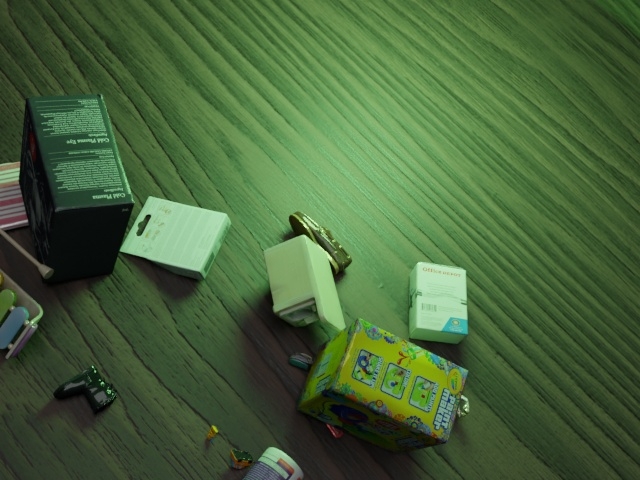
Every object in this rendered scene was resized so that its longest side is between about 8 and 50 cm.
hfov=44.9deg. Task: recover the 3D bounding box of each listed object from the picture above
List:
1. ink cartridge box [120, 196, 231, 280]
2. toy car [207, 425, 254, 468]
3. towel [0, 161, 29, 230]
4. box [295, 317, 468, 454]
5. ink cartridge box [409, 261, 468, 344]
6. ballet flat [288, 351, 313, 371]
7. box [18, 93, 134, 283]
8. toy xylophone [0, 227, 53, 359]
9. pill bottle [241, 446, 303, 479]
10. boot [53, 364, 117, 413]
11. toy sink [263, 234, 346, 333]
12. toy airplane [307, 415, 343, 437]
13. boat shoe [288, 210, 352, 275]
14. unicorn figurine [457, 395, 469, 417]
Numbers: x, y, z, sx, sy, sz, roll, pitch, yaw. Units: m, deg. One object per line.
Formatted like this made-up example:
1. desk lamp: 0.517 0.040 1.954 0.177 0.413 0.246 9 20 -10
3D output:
1. ink cartridge box: -0.377 -0.008 2.028 0.232 0.066 0.189 11 58 18
2. toy car: -0.212 0.486 1.804 0.122 0.060 0.041 41 105 29
3. towel: -0.808 -0.112 1.993 0.144 0.029 0.197 -14 66 -22
4. box: 0.134 0.342 1.771 0.279 0.290 0.177 26 64 -7
5. ink cartridge box: 0.311 0.167 2.052 0.139 0.082 0.191 9 59 -8
6. ballet flat: -0.022 0.310 1.929 0.114 0.041 0.041 27 60 2
7. box: -0.594 -0.119 1.848 0.178 0.343 0.313 -10 64 -29
8. toy xylophone: -0.765 0.107 1.798 0.322 0.081 0.236 32 100 12
9. pill bottle: -0.135 0.568 1.724 0.108 0.108 0.193 38 61 9
10. boot: -0.540 0.356 1.789 0.121 0.045 0.099 -33 77 -26
11. toy sink: -0.043 0.132 1.933 0.131 0.153 0.234 -22 64 15
12. toy airplane: 0.031 0.401 1.895 0.151 0.028 0.151 6 66 -13
13. boat shoe: 0.000 0.000 2.084 0.073 0.073 0.207 -35 81 -28
14. unicorn figurine: 0.324 0.395 1.944 0.161 0.060 0.111 -16 67 -20
